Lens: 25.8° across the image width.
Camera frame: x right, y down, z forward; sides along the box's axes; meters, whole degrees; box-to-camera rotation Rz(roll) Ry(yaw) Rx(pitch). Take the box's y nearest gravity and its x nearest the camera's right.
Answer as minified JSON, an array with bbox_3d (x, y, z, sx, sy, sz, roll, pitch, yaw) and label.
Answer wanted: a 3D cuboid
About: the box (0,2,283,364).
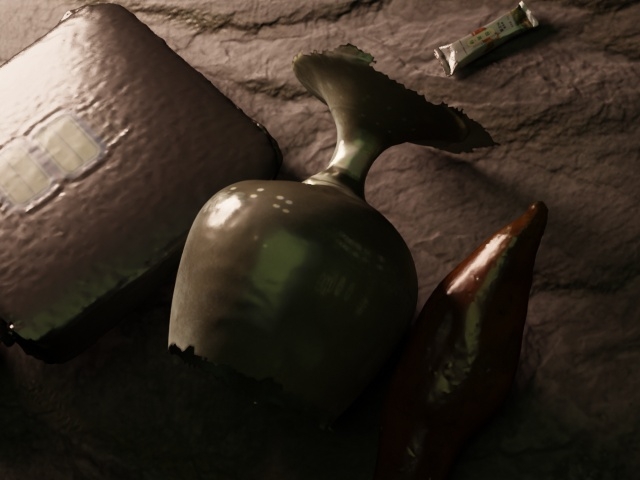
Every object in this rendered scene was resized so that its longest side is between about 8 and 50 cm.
[{"bbox_3d":[-0.259,-0.073,1.483,0.350,0.091,0.359,-40,60,-16],"label":"box"}]

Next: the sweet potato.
[{"bbox_3d":[0.123,0.124,1.287,0.112,0.112,0.359,28,97,26],"label":"sweet potato"}]

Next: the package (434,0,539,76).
[{"bbox_3d":[0.174,-0.212,1.463,0.110,0.015,0.037,-28,67,7],"label":"package"}]

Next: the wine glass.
[{"bbox_3d":[0.000,0.000,1.318,0.238,0.238,0.323,21,79,25],"label":"wine glass"}]
